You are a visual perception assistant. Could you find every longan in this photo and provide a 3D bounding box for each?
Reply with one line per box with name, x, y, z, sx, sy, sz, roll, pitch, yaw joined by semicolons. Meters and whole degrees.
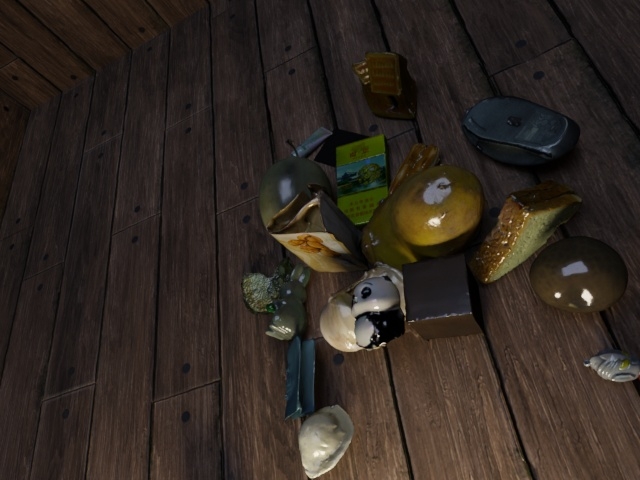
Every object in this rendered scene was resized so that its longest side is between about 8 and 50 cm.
longan;0.627;0.085;1.239;0.212;0.198;0.198;-19;56;26

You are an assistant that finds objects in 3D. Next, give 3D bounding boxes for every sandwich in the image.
sandwich;0.559;-0.024;1.382;0.254;0.289;0.100;-16;50;-34

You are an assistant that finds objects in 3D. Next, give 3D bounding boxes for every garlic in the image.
garlic;0.135;0.214;1.457;0.280;0.185;0.203;-31;71;-15

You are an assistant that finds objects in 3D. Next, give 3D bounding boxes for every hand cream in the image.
hand cream;-0.036;-0.375;1.964;0.174;0.047;0.076;-43;49;-9

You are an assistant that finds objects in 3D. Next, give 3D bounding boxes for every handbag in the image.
handbag;-0.067;0.405;1.494;0.144;0.057;0.221;133;143;-52

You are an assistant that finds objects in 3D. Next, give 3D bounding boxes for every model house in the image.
model house;0.215;-0.576;1.806;0.267;0.239;0.174;15;72;33

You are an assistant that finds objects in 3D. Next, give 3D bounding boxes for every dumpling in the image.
dumpling;0.020;0.537;1.370;0.154;0.111;0.181;-20;61;22

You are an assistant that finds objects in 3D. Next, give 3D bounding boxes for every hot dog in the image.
hot dog;0.302;-0.214;1.661;0.109;0.072;0.270;24;75;38

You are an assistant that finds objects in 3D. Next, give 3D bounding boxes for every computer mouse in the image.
computer mouse;0.598;-0.324;1.530;0.203;0.114;0.374;-50;44;0

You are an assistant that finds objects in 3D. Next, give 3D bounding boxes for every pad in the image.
pad;0.108;-0.330;1.876;0.264;0.009;0.160;25;78;38

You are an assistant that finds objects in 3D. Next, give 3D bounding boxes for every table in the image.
table;0.331;0.158;1.356;0.169;0.193;0.173;-13;58;24

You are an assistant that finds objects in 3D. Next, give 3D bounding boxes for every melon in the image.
melon;-0.088;-0.141;1.725;0.271;0.272;0.308;11;65;33

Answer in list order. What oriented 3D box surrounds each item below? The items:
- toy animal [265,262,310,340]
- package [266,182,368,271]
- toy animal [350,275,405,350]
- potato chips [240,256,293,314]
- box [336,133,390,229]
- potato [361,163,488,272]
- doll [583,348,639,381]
toy animal;-0.090;0.198;1.637;0.125;0.127;0.252;-16;43;42
package;0.010;-0.030;1.569;0.221;0.311;0.165;-2;64;30
toy animal;0.139;0.187;1.302;0.166;0.138;0.179;-32;66;55
potato chips;-0.180;0.152;1.758;0.219;0.029;0.202;-37;52;9
box;0.147;-0.199;1.744;0.186;0.047;0.336;-12;61;24
potato;0.265;-0.077;1.429;0.396;0.296;0.290;-14;74;18
doll;0.702;0.291;1.155;0.180;0.079;0.094;8;39;25
